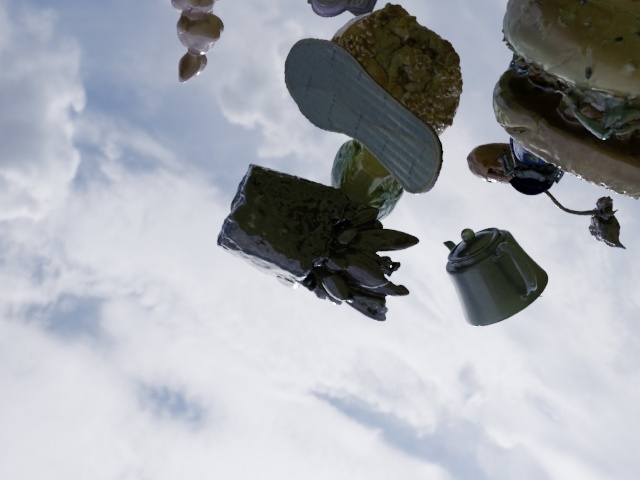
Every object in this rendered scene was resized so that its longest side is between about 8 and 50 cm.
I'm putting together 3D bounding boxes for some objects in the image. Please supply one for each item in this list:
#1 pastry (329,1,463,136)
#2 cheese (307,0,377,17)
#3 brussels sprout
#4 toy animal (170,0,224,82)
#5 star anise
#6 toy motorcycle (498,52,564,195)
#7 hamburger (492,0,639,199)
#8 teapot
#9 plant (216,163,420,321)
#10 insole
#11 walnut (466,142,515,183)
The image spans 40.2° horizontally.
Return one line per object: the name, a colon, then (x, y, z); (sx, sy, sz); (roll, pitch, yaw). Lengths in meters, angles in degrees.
pastry: (0.154, -0.339, 1.787); (0.311, 0.162, 0.255); (41, -100, 0)
cheese: (0.051, -0.579, 2.102); (0.190, 0.105, 0.042); (16, 171, 29)
brussels sprout: (0.084, -0.113, 1.584); (0.143, 0.181, 0.161); (34, -130, 6)
toy animal: (-0.249, -0.435, 1.829); (0.124, 0.213, 0.124); (-3, -146, 2)
star anise: (0.602, -0.057, 2.070); (0.227, 0.219, 0.148); (-1, -133, -1)
toy motorcycle: (0.306, -0.171, 1.225); (0.113, 0.315, 0.169); (12, -114, 25)
hamburger: (0.366, -0.172, 0.950); (0.317, 0.195, 0.277); (-10, -138, -23)
teapot: (0.288, 0.041, 1.491); (0.162, 0.239, 0.149); (-35, -77, -12)
plant: (0.000, 0.000, 1.447); (0.320, 0.194, 0.182); (22, -104, -10)
insole: (0.043, -0.168, 1.115); (0.009, 0.119, 0.348); (-6, -143, -35)
walnut: (0.468, -0.191, 2.197); (0.207, 0.116, 0.116); (6, -133, -9)
